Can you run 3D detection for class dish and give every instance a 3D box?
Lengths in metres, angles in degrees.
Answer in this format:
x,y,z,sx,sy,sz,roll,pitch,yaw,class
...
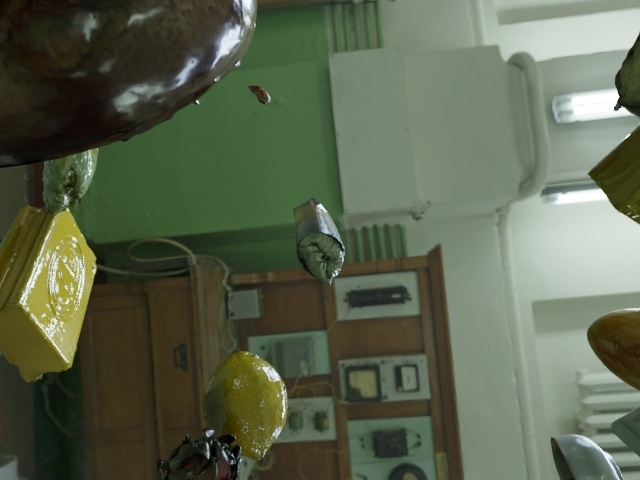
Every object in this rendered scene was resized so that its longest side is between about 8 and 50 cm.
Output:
x,y,z,sx,sy,sz,roll,pitch,yaw,class
0.682,0.608,1.297,0.256,0.117,0.257,-19,90,-82,dish

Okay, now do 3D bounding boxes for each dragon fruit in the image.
x,y,z,sx,sy,sz,roll,pitch,yaw,class
-0.252,0.490,1.064,0.182,0.182,0.189,-91,-173,-54,dragon fruit

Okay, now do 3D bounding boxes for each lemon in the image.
x,y,z,sx,sy,sz,roll,pitch,yaw,class
-0.181,0.395,1.258,0.204,0.204,0.260,70,8,-75,lemon

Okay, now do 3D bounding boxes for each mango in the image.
x,y,z,sx,sy,sz,roll,pitch,yaw,class
0.529,0.166,0.773,0.187,0.256,0.138,-44,123,-40,mango

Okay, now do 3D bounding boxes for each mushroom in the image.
x,y,z,sx,sy,sz,roll,pitch,yaw,class
-0.188,-0.148,0.358,0.278,0.296,0.163,-65,146,-62,mushroom

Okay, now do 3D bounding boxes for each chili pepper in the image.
x,y,z,sx,sy,sz,roll,pitch,yaw,class
-0.187,-0.449,1.584,0.178,0.027,0.045,45,-18,53,chili pepper

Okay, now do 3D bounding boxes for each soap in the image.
x,y,z,sx,sy,sz,roll,pitch,yaw,class
-0.536,0.085,1.012,0.325,0.096,0.204,-105,-178,-50,soap

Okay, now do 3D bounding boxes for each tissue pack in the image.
x,y,z,sx,sy,sz,roll,pitch,yaw,class
0.721,-0.174,1.076,0.271,0.134,0.192,-52,-166,29,tissue pack

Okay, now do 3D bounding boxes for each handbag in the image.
x,y,z,sx,sy,sz,roll,pitch,yaw,class
0.000,0.000,1.067,0.117,0.095,0.173,52,17,-28,handbag

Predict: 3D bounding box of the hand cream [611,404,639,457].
x,y,z,sx,sy,sz,roll,pitch,yaw,class
0.671,0.252,0.843,0.118,0.359,0.185,32,13,-43,hand cream

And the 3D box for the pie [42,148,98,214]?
x,y,z,sx,sy,sz,roll,pitch,yaw,class
-0.471,-0.146,0.981,0.248,0.089,0.201,6,-91,61,pie

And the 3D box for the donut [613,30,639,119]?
x,y,z,sx,sy,sz,roll,pitch,yaw,class
0.474,-0.292,0.630,0.136,0.259,0.346,166,-77,-67,donut
